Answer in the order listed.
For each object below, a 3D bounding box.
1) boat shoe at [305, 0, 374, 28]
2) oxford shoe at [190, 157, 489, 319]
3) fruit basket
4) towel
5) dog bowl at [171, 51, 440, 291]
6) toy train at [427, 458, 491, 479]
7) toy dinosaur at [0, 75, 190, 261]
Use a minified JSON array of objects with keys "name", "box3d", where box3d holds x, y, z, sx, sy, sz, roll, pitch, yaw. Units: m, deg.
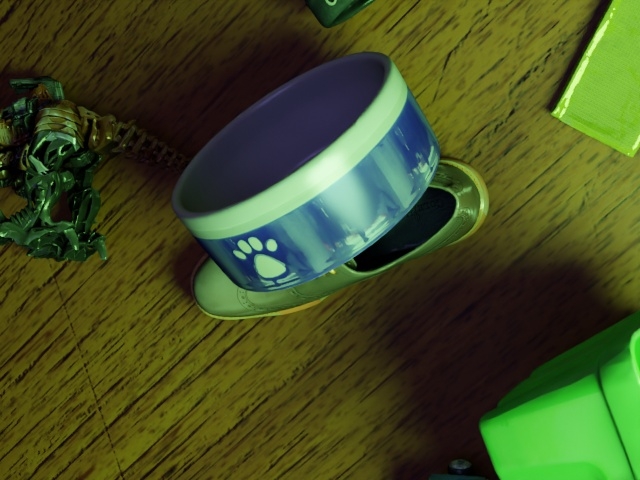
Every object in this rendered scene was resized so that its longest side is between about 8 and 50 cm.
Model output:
[{"name":"boat shoe","box3d":[0.175,-0.357,0.963,0.500,0.187,0.156,-20,95,23]},{"name":"oxford shoe","box3d":[0.000,0.000,1.072,0.363,0.132,0.130,-24,89,18]},{"name":"fruit basket","box3d":[0.353,0.222,0.791,0.391,0.283,0.392,7,103,30]},{"name":"towel","box3d":[0.333,-0.211,0.995,0.102,0.021,0.237,32,109,17]},{"name":"dog bowl","box3d":[-0.015,-0.073,0.995,0.264,0.265,0.104,-28,115,18]},{"name":"toy train","box3d":[0.151,0.338,1.077,0.080,0.105,0.184,1,96,17]},{"name":"toy dinosaur","box3d":[-0.319,-0.093,1.160,0.321,0.164,0.219,-1,79,38]}]
